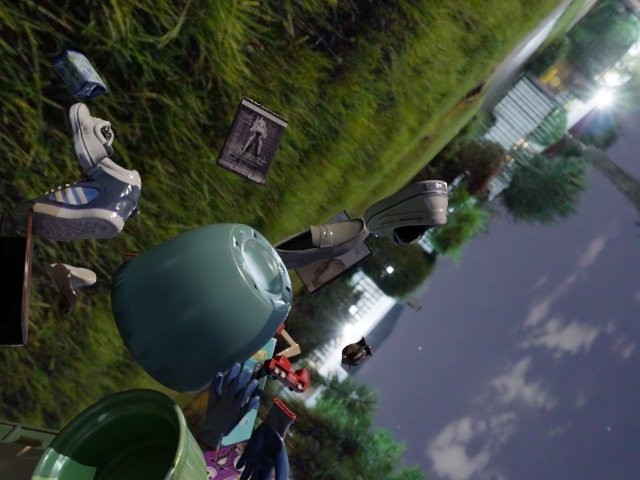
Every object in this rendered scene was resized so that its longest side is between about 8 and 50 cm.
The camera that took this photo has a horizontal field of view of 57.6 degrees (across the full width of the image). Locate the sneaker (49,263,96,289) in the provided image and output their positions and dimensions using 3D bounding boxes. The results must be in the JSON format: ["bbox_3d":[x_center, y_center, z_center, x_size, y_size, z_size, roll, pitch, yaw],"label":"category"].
[{"bbox_3d":[-0.873,0.145,2.056,0.080,0.212,0.094,-5,105,-59],"label":"sneaker"}]

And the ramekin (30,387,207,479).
[{"bbox_3d":[-0.360,0.442,1.075,0.304,0.148,0.303,-14,-143,11],"label":"ramekin"}]

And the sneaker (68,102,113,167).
[{"bbox_3d":[-0.572,-0.270,1.470,0.091,0.258,0.094,-19,138,-12],"label":"sneaker"}]

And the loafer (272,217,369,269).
[{"bbox_3d":[0.000,0.000,1.859,0.320,0.112,0.111,-23,139,6],"label":"loafer"}]

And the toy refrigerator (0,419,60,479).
[{"bbox_3d":[-0.707,0.445,1.258,0.102,0.270,0.094,-142,-113,-81],"label":"toy refrigerator"}]

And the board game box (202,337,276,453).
[{"bbox_3d":[-0.246,0.473,1.752,0.254,0.079,0.336,132,-24,-55],"label":"board game box"}]

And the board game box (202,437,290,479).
[{"bbox_3d":[-0.142,0.523,1.117,0.208,0.056,0.347,-14,-154,-24],"label":"board game box"}]

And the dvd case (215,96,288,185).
[{"bbox_3d":[-0.204,-0.296,1.756,0.018,0.165,0.221,15,-97,58],"label":"dvd case"}]

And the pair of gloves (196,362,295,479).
[{"bbox_3d":[-0.114,0.298,0.915,0.023,0.198,0.159,9,109,-56],"label":"pair of gloves"}]

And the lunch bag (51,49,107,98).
[{"bbox_3d":[-0.778,-0.539,1.905,0.096,0.128,0.151,-32,-176,16],"label":"lunch bag"}]

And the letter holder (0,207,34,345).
[{"bbox_3d":[-0.791,0.084,1.424,0.152,0.301,0.214,4,152,-26],"label":"letter holder"}]

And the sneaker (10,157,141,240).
[{"bbox_3d":[-0.653,-0.126,1.603,0.130,0.323,0.236,79,17,-51],"label":"sneaker"}]

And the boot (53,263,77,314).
[{"bbox_3d":[-0.613,0.118,1.384,0.037,0.106,0.114,-18,171,-33],"label":"boot"}]

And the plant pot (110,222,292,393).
[{"bbox_3d":[-0.196,0.103,1.095,0.235,0.293,0.293,-31,-175,18],"label":"plant pot"}]

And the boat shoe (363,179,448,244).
[{"bbox_3d":[0.157,-0.033,1.082,0.096,0.088,0.267,1,167,-22],"label":"boat shoe"}]

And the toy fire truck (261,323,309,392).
[{"bbox_3d":[-0.098,0.328,1.642,0.047,0.192,0.135,-24,-147,50],"label":"toy fire truck"}]

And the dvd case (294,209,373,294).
[{"bbox_3d":[0.025,0.041,1.935,0.253,0.180,0.022,-34,163,4],"label":"dvd case"}]

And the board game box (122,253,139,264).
[{"bbox_3d":[-0.478,0.070,1.764,0.194,0.045,0.147,3,178,32],"label":"board game box"}]

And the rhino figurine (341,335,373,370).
[{"bbox_3d":[0.116,0.382,1.947,0.106,0.073,0.243,-29,175,2],"label":"rhino figurine"}]
